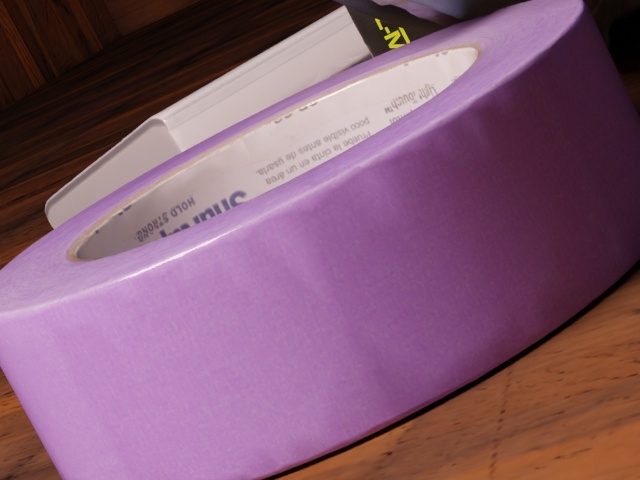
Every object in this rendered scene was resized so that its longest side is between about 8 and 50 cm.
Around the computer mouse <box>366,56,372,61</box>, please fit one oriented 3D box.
[{"bbox_3d":[0.094,-0.131,1.342,0.071,0.041,0.242,-40,-5,39],"label":"computer mouse"}]

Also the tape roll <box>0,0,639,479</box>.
[{"bbox_3d":[0.000,0.000,0.795,0.275,0.090,0.275,-27,10,5],"label":"tape roll"}]

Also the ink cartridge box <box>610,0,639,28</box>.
[{"bbox_3d":[0.205,-0.159,1.229,0.145,0.045,0.179,-26,-7,10],"label":"ink cartridge box"}]

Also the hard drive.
[{"bbox_3d":[-0.013,-0.117,1.393,0.353,0.047,0.233,-34,3,-30],"label":"hard drive"}]

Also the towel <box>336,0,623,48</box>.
[{"bbox_3d":[0.101,-0.255,0.966,0.090,0.320,0.374,15,4,21],"label":"towel"}]

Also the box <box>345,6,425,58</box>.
[{"bbox_3d":[0.059,-0.162,1.153,0.045,0.184,0.190,-21,12,24],"label":"box"}]
